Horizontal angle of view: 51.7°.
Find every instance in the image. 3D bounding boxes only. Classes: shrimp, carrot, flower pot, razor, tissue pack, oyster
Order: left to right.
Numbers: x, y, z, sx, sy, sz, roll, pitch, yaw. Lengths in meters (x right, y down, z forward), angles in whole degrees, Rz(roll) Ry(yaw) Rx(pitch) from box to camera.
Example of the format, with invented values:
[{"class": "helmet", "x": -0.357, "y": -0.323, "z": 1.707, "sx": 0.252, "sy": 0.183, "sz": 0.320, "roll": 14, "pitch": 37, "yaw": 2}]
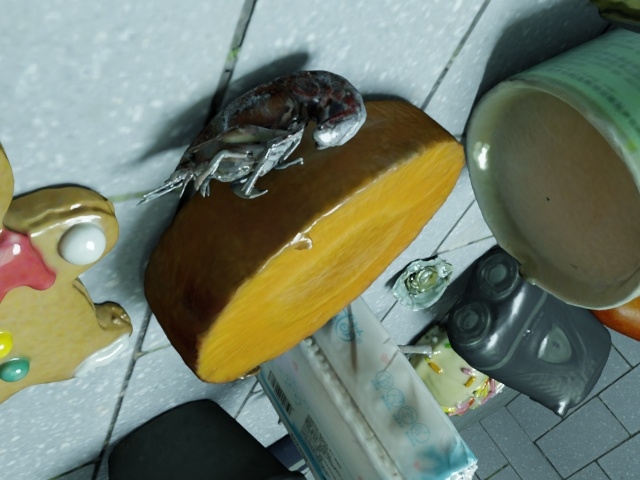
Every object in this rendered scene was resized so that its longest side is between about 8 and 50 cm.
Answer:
[{"class": "flower pot", "x": -0.166, "y": 0.316, "z": 0.854, "sx": 0.269, "sy": 0.166, "sz": 0.269, "roll": -26, "pitch": 153, "yaw": -14}, {"class": "shrimp", "x": -0.047, "y": -0.061, "z": 0.442, "sx": 0.165, "sy": 0.065, "sz": 0.056, "roll": -35, "pitch": 179, "yaw": -1}, {"class": "carrot", "x": 0.000, "y": 0.000, "z": 0.577, "sx": 0.307, "sy": 0.100, "sz": 0.258, "roll": -32, "pitch": 158, "yaw": -13}, {"class": "tissue pack", "x": 0.034, "y": 0.193, "z": 0.753, "sx": 0.124, "sy": 0.271, "sz": 0.201, "roll": -22, "pitch": 153, "yaw": -28}, {"class": "oyster", "x": 0.142, "y": 0.052, "z": 0.938, "sx": 0.098, "sy": 0.037, "sz": 0.100, "roll": -52, "pitch": 135, "yaw": -6}, {"class": "razor", "x": 0.361, "y": 0.162, "z": 1.130, "sx": 0.349, "sy": 0.113, "sz": 0.204, "roll": 35, "pitch": 85, "yaw": -35}]

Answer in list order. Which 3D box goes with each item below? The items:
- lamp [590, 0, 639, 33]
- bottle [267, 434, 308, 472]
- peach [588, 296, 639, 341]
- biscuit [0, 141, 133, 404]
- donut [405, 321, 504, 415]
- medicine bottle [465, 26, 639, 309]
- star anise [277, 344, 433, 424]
[{"class": "lamp", "x": 0.160, "y": -0.205, "z": 0.269, "sx": 0.285, "sy": 0.250, "sz": 0.250, "roll": -3, "pitch": 158, "yaw": 12}, {"class": "bottle", "x": -0.037, "y": 0.407, "z": 1.281, "sx": 0.244, "sy": 0.072, "sz": 0.082, "roll": -31, "pitch": -164, "yaw": -12}, {"class": "peach", "x": 0.618, "y": 0.055, "z": 1.190, "sx": 0.308, "sy": 0.332, "sz": 0.307, "roll": -32, "pitch": 148, "yaw": -23}, {"class": "biscuit", "x": -0.229, "y": 0.042, "z": 0.422, "sx": 0.216, "sy": 0.047, "sz": 0.339, "roll": -24, "pitch": 154, "yaw": -25}, {"class": "donut", "x": 0.334, "y": 0.224, "z": 1.334, "sx": 0.371, "sy": 0.150, "sz": 0.307, "roll": -23, "pitch": 153, "yaw": -26}, {"class": "medicine bottle", "x": 0.377, "y": -0.122, "z": 0.663, "sx": 0.406, "sy": 0.235, "sz": 0.235, "roll": -27, "pitch": 154, "yaw": -17}, {"class": "star anise", "x": 0.043, "y": 0.197, "z": 0.999, "sx": 0.262, "sy": 0.081, "sz": 0.230, "roll": -33, "pitch": 158, "yaw": 23}]
